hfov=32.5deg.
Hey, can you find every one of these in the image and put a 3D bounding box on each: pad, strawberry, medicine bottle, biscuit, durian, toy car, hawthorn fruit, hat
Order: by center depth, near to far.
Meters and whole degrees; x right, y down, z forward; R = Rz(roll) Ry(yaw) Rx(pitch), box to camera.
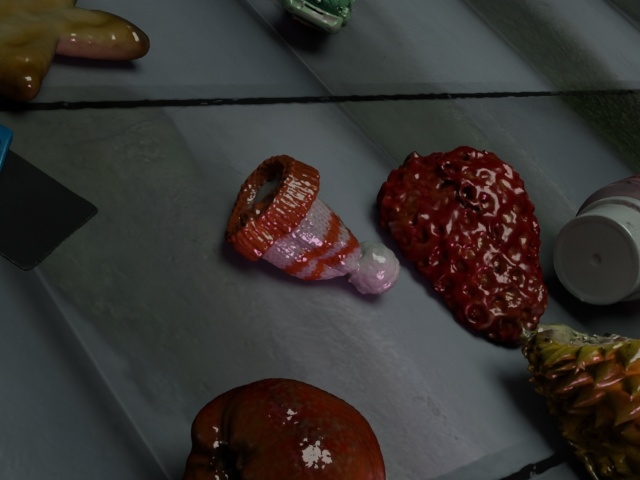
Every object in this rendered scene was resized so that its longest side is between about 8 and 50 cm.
[{"bbox_3d":[-0.023,0.157,0.739,0.138,0.133,0.132,17,33,-50],"label":"hawthorn fruit"},{"bbox_3d":[-0.286,-0.054,0.898,0.193,0.004,0.116,35,34,2],"label":"pad"},{"bbox_3d":[0.340,0.178,1.000,0.305,0.186,0.195,11,76,-28],"label":"durian"},{"bbox_3d":[0.000,0.000,1.009,0.162,0.094,0.112,39,39,-24],"label":"hat"},{"bbox_3d":[-0.279,-0.207,1.060,0.164,0.047,0.208,38,33,10],"label":"biscuit"},{"bbox_3d":[0.170,-0.013,1.123,0.190,0.111,0.236,8,41,-36],"label":"strawberry"},{"bbox_3d":[0.362,-0.003,1.241,0.147,0.147,0.247,47,36,21],"label":"medicine bottle"},{"bbox_3d":[-0.009,-0.297,1.390,0.093,0.058,0.186,28,22,-7],"label":"toy car"}]

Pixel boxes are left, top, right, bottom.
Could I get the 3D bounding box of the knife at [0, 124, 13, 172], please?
[{"bbox_3d":[-0.274,-0.005,0.819,0.044,0.026,0.296,11,39,-11],"label":"knife"}]
